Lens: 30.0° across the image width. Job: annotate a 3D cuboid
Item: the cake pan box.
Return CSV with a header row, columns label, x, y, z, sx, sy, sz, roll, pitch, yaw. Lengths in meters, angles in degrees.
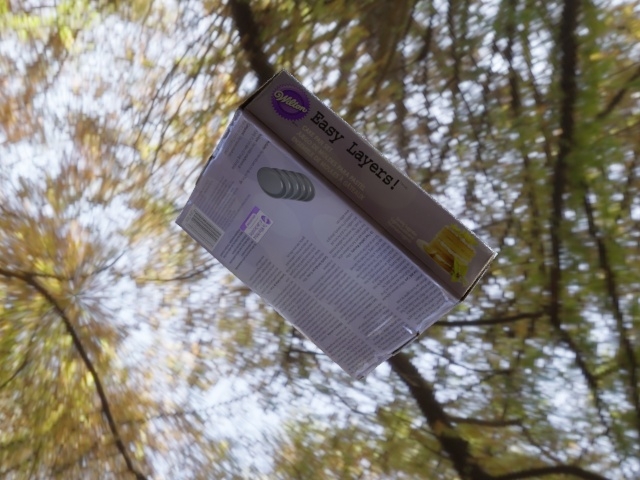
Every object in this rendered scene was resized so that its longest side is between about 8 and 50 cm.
label,x,y,z,sx,sy,sz,roll,pitch,yaw
cake pan box,0.000,0.000,1.092,0.246,0.267,0.070,42,-119,1
